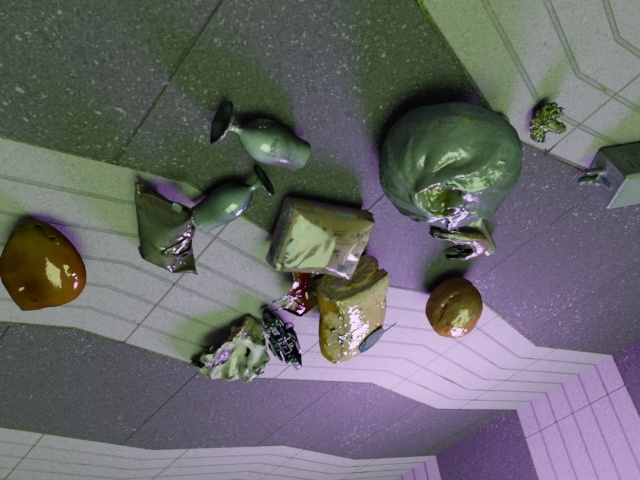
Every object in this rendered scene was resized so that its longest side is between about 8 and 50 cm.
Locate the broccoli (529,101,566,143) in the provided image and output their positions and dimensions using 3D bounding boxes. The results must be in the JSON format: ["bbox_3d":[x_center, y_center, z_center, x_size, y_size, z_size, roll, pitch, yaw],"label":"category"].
[{"bbox_3d":[0.593,-0.304,1.348,0.097,0.092,0.095,-51,153,13],"label":"broccoli"}]

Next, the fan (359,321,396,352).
[{"bbox_3d":[0.197,0.323,1.747,0.175,0.005,0.113,-29,148,-29],"label":"fan"}]

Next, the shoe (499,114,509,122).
[{"bbox_3d":[0.463,-0.220,1.376,0.099,0.112,0.227,-13,138,-8],"label":"shoe"}]

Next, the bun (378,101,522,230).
[{"bbox_3d":[0.307,-0.162,1.261,0.361,0.211,0.362,7,147,4],"label":"bun"}]

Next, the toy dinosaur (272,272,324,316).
[{"bbox_3d":[-0.086,0.129,1.598,0.206,0.113,0.327,-50,148,-3],"label":"toy dinosaur"}]

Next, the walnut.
[{"bbox_3d":[0.480,0.239,1.840,0.195,0.195,0.222,10,123,-29],"label":"walnut"}]

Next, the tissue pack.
[{"bbox_3d":[0.000,0.000,1.425,0.256,0.123,0.215,6,116,-29],"label":"tissue pack"}]

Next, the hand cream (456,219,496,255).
[{"bbox_3d":[0.522,-0.011,1.689,0.087,0.054,0.186,-31,131,21],"label":"hand cream"}]

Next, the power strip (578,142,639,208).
[{"bbox_3d":[0.895,-0.192,1.549,0.224,0.140,0.139,-10,141,-10],"label":"power strip"}]

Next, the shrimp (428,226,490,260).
[{"bbox_3d":[0.432,0.010,1.664,0.219,0.046,0.152,15,146,-14],"label":"shrimp"}]

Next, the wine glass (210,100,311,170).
[{"bbox_3d":[-0.130,-0.224,1.154,0.222,0.103,0.103,18,129,-35],"label":"wine glass"}]

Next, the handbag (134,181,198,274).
[{"bbox_3d":[-0.376,-0.017,1.266,0.182,0.117,0.270,24,140,4],"label":"handbag"}]

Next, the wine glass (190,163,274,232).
[{"bbox_3d":[-0.220,-0.099,1.272,0.202,0.093,0.093,-30,139,10],"label":"wine glass"}]

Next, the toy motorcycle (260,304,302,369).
[{"bbox_3d":[-0.137,0.325,1.768,0.106,0.159,0.270,-27,124,-4],"label":"toy motorcycle"}]

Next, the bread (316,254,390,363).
[{"bbox_3d":[0.096,0.236,1.688,0.236,0.165,0.375,-29,144,-24],"label":"bread"}]

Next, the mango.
[{"bbox_3d":[-0.662,0.058,1.252,0.166,0.136,0.236,-7,127,5],"label":"mango"}]

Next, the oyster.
[{"bbox_3d":[-0.304,0.395,1.798,0.237,0.115,0.351,15,126,-22],"label":"oyster"}]
